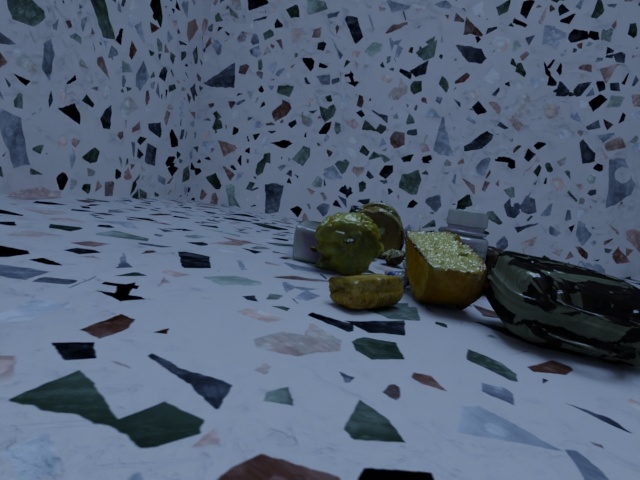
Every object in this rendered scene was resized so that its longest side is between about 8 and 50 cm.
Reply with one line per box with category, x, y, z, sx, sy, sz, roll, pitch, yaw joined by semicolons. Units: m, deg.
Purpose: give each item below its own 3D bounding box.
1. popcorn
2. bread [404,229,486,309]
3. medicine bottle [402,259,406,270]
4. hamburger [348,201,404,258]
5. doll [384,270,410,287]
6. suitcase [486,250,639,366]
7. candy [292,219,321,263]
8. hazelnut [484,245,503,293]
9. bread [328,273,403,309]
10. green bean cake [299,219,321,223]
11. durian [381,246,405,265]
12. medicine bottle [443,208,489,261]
popcorn;0.090;0.008;1.423;0.266;0.233;0.192;-25;25;20
bread;0.357;0.099;1.199;0.194;0.179;0.340;3;22;-5
medicine bottle;0.377;0.110;1.684;0.052;0.052;0.089;9;7;-2
hamburger;0.270;-0.050;2.001;0.318;0.277;0.195;16;16;9
doll;0.269;0.131;1.366;0.114;0.057;0.227;18;0;14
suitcase;0.590;0.167;0.950;0.351;0.194;0.339;14;14;6
candy;0.002;0.002;1.681;0.208;0.145;0.359;8;6;0
hazelnut;0.628;0.107;1.509;0.212;0.181;0.181;13;9;31
bread;0.121;0.130;1.041;0.211;0.083;0.114;3;4;-41
green bean cake;-0.011;-0.040;2.126;0.200;0.113;0.214;8;8;-17
durian;0.326;0.077;1.808;0.110;0.071;0.140;5;20;5
medicine bottle;0.490;0.041;1.403;0.170;0.293;0.170;8;7;-1
